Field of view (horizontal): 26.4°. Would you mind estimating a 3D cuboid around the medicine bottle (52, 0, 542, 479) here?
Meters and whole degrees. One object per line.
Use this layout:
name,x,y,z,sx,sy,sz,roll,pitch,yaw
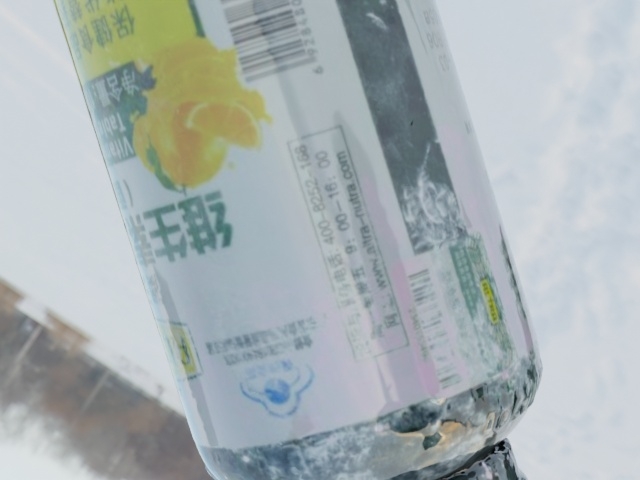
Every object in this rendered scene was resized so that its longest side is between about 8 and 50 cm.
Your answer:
medicine bottle,0.000,0.000,0.530,0.141,0.141,0.293,177,74,-75
